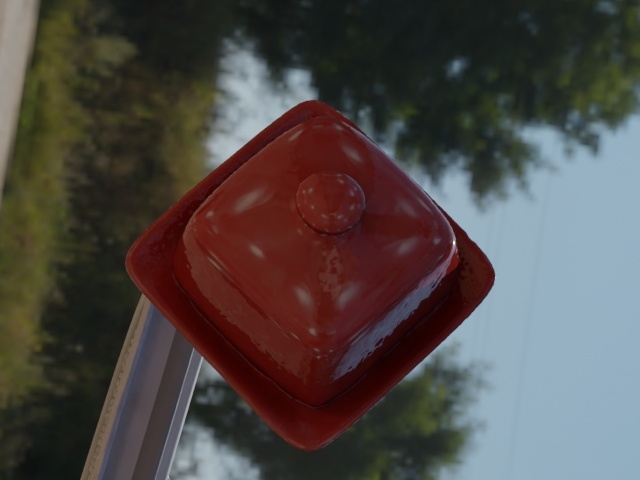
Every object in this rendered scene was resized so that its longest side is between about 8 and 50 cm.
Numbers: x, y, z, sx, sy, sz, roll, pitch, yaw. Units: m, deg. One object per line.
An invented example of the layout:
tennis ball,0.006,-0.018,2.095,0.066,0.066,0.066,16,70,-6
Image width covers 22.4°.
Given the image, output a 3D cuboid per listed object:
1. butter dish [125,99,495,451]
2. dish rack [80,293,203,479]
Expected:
butter dish,0.000,0.000,0.859,0.160,0.160,0.118,-41,168,-19
dish rack,-0.141,0.154,1.278,0.333,0.072,0.285,126,-20,-66
